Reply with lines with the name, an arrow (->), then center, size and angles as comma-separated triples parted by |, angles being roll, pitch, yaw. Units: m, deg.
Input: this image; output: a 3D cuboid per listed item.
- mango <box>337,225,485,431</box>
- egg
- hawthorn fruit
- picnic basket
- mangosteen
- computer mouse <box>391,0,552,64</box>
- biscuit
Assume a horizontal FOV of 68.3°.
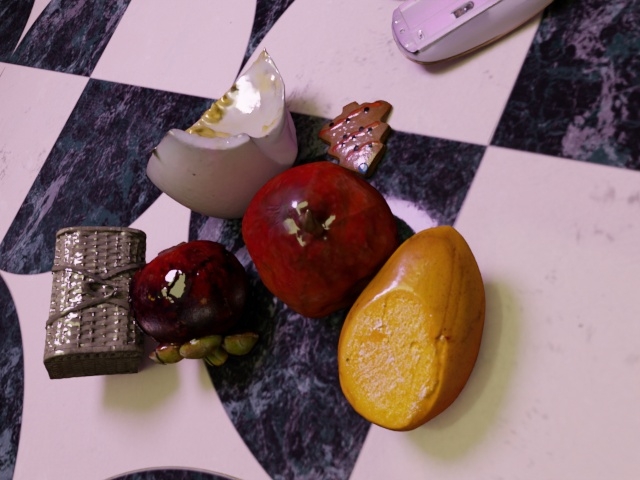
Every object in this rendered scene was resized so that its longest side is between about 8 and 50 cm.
mango -> 0.100, 0.088, 0.502 | 0.141, 0.102, 0.217 | 18, 93, 10
egg -> -0.120, -0.126, 0.699 | 0.206, 0.162, 0.271 | -37, 15, 41
hawthorn fruit -> 0.000, 0.000, 0.545 | 0.189, 0.251, 0.190 | 0, 89, 9
picnic basket -> -0.335, 0.093, 0.715 | 0.154, 0.134, 0.196 | 129, 139, -56
mangosteen -> -0.175, 0.092, 0.653 | 0.166, 0.166, 0.180 | -21, 86, 22
computer mouse -> 0.215, -0.330, 0.642 | 0.245, 0.056, 0.126 | -26, 61, 19
biscuit -> 0.055, -0.149, 0.687 | 0.119, 0.019, 0.130 | -23, 62, 21
